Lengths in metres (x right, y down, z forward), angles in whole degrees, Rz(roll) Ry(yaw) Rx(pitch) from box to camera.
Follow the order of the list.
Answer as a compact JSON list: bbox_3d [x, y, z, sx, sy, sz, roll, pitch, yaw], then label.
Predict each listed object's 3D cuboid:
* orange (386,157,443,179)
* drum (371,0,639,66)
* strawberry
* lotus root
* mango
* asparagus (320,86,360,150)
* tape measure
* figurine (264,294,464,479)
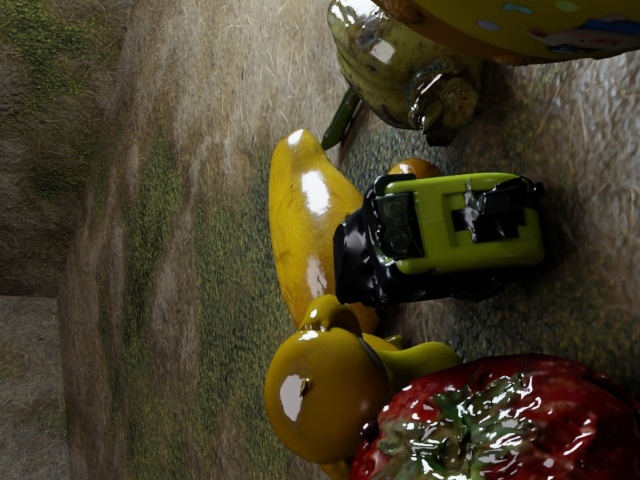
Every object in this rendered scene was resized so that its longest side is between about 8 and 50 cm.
[{"bbox_3d":[0.102,-0.048,0.960,0.083,0.070,0.083,-42,36,41],"label":"orange"},{"bbox_3d":[0.167,-0.311,0.474,0.214,0.431,0.431,-173,89,-66],"label":"drum"},{"bbox_3d":[0.141,0.220,0.687,0.274,0.220,0.274,-35,25,19],"label":"strawberry"},{"bbox_3d":[0.099,-0.193,0.917,0.278,0.154,0.154,-115,39,-48],"label":"lotus root"},{"bbox_3d":[0.006,0.001,1.101,0.177,0.120,0.295,117,149,-52],"label":"mango"},{"bbox_3d":[0.051,-0.198,1.142,0.236,0.027,0.034,-57,42,44],"label":"asparagus"},{"bbox_3d":[0.115,0.003,0.792,0.199,0.186,0.112,135,125,-74],"label":"tape measure"},{"bbox_3d":[0.033,0.163,0.889,0.228,0.215,0.215,126,143,-69],"label":"figurine"}]
